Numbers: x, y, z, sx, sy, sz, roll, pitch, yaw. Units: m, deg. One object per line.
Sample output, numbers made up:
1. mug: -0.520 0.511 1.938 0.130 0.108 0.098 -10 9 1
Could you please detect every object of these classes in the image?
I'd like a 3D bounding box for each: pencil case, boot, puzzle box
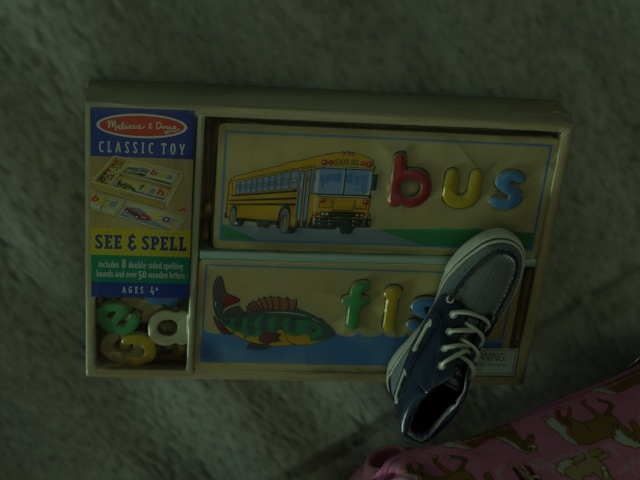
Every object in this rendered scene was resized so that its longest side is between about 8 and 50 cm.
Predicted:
1. pencil case: 0.220 0.217 1.118 0.386 0.167 0.160 -18 131 -27
2. boot: 0.123 0.085 1.093 0.069 0.086 0.190 21 115 -17
3. puzzle box: 0.000 0.000 1.112 0.409 0.052 0.272 1 118 -7

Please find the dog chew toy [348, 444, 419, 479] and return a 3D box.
1. dog chew toy: 0.113 0.345 1.241 0.207 0.206 0.331 -18 111 4
